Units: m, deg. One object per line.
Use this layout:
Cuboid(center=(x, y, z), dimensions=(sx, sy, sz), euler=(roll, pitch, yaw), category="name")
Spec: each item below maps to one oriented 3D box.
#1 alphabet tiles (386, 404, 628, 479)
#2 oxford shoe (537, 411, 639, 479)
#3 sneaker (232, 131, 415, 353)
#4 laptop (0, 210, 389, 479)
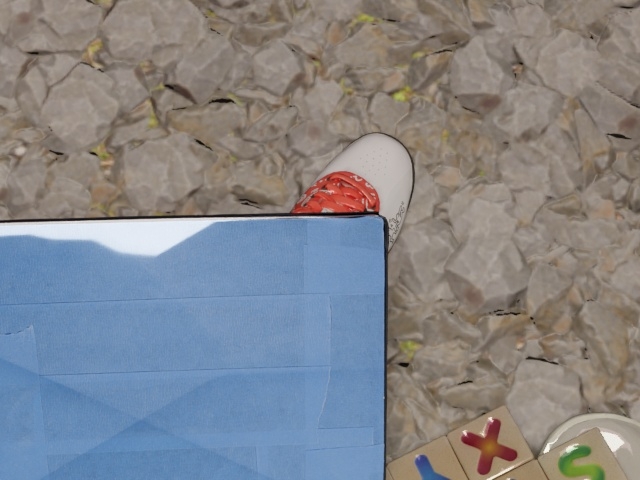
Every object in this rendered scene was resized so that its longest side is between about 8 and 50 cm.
Cuboid(center=(0.145, 0.303, 1.238), dimensions=(0.285, 0.011, 0.343), euler=(-27, 56, 0), category="alphabet tiles")
Cuboid(center=(0.293, 0.343, 1.248), dimensions=(0.169, 0.130, 0.449), euler=(-16, 71, -3), category="oxford shoe")
Cuboid(center=(0.001, 0.001, 1.337), dimensions=(0.090, 0.145, 0.270), euler=(34, 74, 9), category="sneaker")
Cuboid(center=(-0.120, 0.207, 1.153), dimensions=(0.381, 0.236, 0.408), euler=(-2, 45, -8), category="laptop")
